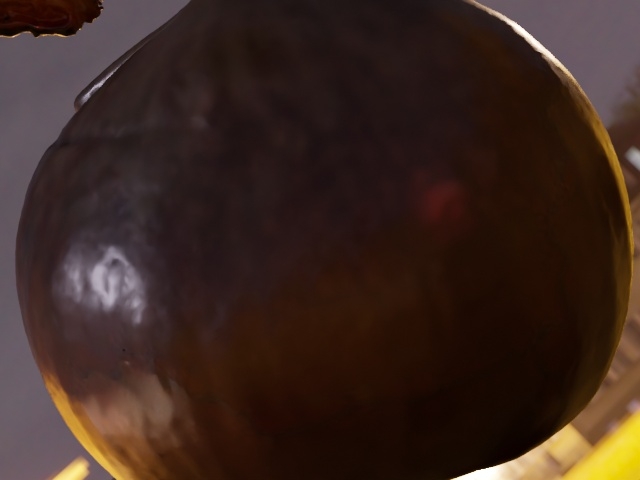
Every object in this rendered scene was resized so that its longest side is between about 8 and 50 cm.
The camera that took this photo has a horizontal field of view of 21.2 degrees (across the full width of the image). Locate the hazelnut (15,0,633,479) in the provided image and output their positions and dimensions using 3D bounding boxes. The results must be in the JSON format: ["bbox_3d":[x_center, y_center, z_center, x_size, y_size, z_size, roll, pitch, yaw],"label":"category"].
[{"bbox_3d":[0.000,0.000,1.143,0.409,0.359,0.359,-8,-11,6],"label":"hazelnut"}]

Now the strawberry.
[{"bbox_3d":[-0.279,-0.240,1.405,0.192,0.085,0.140,-5,-55,-12],"label":"strawberry"}]

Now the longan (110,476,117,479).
[{"bbox_3d":[-0.095,0.212,1.404,0.187,0.167,0.167,-26,-1,32],"label":"longan"}]
